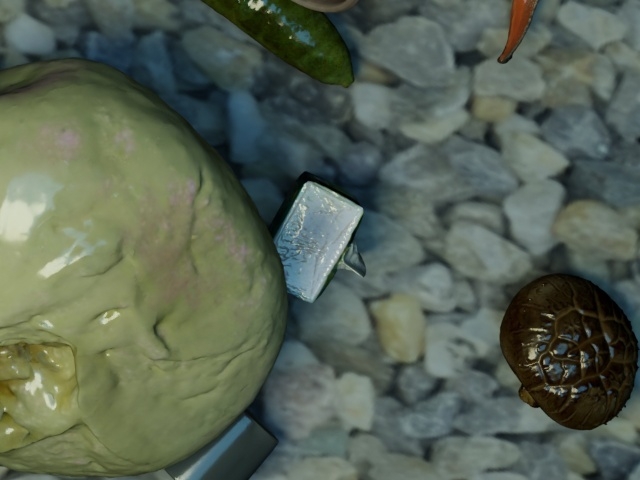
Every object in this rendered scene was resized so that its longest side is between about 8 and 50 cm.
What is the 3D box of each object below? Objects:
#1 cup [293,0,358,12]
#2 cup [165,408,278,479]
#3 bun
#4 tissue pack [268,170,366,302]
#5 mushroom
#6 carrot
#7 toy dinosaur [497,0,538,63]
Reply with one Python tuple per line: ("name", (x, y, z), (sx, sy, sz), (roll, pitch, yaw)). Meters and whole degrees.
("cup", (0.010, -0.315, 1.476), (0.200, 0.253, 0.191), (-41, 141, -22))
("cup", (-0.091, 0.157, 1.579), (0.077, 0.078, 0.100), (-46, 66, -2))
("bun", (-0.205, 0.035, 1.435), (0.361, 0.213, 0.361), (16, 136, 16))
("tissue pack", (0.001, 0.000, 1.541), (0.079, 0.111, 0.085), (28, 94, -4))
("mushroom", (0.198, 0.089, 1.571), (0.126, 0.085, 0.109), (43, 92, -11))
("carrot", (-0.108, -0.242, 1.538), (0.358, 0.074, 0.074), (43, 93, -8))
("toy dinosaur", (0.168, -0.275, 1.552), (0.101, 0.055, 0.279), (9, 94, -12))
